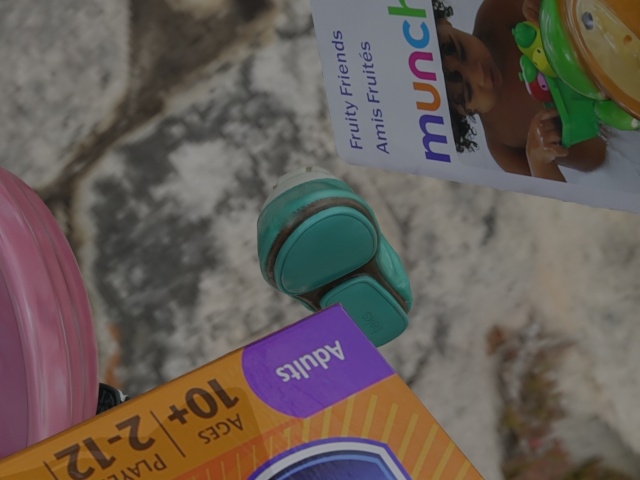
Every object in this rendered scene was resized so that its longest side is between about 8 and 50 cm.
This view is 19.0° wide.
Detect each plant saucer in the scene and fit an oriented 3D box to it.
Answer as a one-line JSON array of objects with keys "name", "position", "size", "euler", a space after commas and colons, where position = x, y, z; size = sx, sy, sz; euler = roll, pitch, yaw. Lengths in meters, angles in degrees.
[{"name": "plant saucer", "position": [-0.271, 0.071, 1.469], "size": [0.084, 0.332, 0.332], "euler": [-14, 78, -37]}]

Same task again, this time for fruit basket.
[{"name": "fruit basket", "position": [0.099, -0.149, 0.705], "size": [0.165, 0.353, 0.327], "euler": [-36, 124, -43]}]

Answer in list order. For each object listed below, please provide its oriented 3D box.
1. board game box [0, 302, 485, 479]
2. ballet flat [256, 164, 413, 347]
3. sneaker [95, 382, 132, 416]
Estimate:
[{"name": "board game box", "position": [-0.072, 0.317, 0.909], "size": [0.356, 0.356, 0.356], "euler": [-23, 65, -39]}, {"name": "ballet flat", "position": [0.000, 0.000, 1.282], "size": [0.087, 0.083, 0.247], "euler": [63, 3, 25]}, {"name": "sneaker", "position": [-0.252, 0.211, 1.973], "size": [0.121, 0.262, 0.099], "euler": [42, 57, -48]}]
